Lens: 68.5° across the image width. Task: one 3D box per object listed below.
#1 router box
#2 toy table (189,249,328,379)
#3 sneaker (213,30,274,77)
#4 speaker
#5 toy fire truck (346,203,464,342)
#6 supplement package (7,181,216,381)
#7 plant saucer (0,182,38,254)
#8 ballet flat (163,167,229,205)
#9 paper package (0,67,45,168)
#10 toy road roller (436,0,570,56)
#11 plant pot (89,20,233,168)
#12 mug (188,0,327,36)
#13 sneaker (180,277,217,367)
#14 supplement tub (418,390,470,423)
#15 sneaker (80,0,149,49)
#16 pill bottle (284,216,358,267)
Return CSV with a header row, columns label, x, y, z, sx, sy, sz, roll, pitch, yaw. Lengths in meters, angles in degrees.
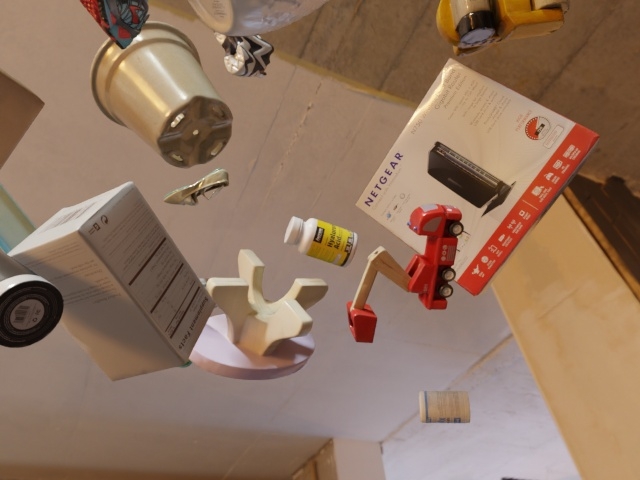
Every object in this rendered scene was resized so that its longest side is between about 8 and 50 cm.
label,x,y,z,sx,sy,sz,roll,pitch,yaw
router box,0.278,-0.118,0.891,0.336,0.301,0.082,-58,-25,15
toy table,-0.110,0.145,0.904,0.274,0.252,0.161,-3,-59,-49
sneaker,-0.205,-0.557,1.306,0.094,0.235,0.153,-25,-10,31
speaker,-0.269,0.035,0.380,0.136,0.055,0.055,20,-34,31
toy fire truck,0.111,0.043,0.637,0.135,0.047,0.192,3,-75,-9
supplement package,-0.215,0.048,0.509,0.105,0.105,0.179,-17,-62,19
plant saucer,-0.534,-0.033,0.801,0.067,0.192,0.018,-40,-5,-6
ballet flat,-0.433,-0.170,1.661,0.248,0.086,0.086,-27,-47,2
paper package,-0.842,-0.287,1.026,0.168,0.310,0.325,31,-6,9
toy road roller,0.495,-0.650,1.333,0.329,0.203,0.240,-9,-4,0
plant pot,-0.414,-0.375,1.308,0.333,0.305,0.334,-32,-28,-19
mug,-0.151,-0.604,0.988,0.328,0.374,0.276,-44,-30,-22
sneaker,-0.329,0.210,1.176,0.127,0.208,0.319,-49,-22,24
supplement tub,0.275,0.372,1.050,0.107,0.071,0.071,-3,-44,11
sneaker,-0.418,-0.496,0.964,0.125,0.262,0.104,-44,-76,-4
pill bottle,0.000,0.000,0.804,0.116,0.065,0.065,18,-50,-12
